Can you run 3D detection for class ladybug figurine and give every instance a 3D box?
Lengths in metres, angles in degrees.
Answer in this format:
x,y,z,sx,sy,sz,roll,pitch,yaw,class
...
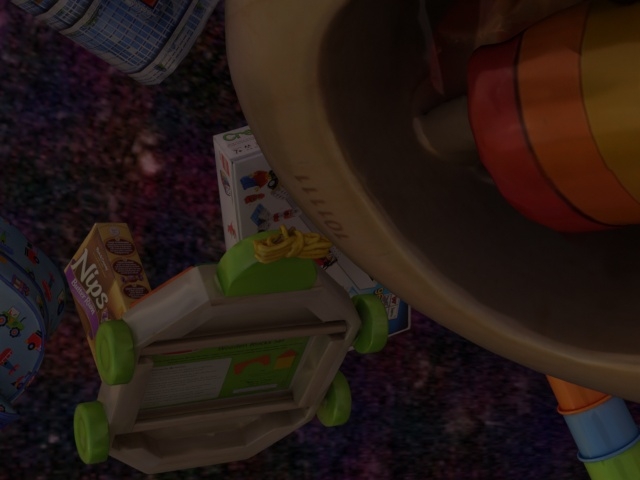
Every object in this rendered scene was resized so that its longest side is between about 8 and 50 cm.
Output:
x,y,z,sx,sy,sz,roll,pitch,yaw,class
0.150,-0.074,0.452,0.449,0.305,0.162,1,42,50,ladybug figurine

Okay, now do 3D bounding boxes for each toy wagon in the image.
x,y,z,sx,sy,sz,roll,pitch,yaw,class
-0.072,0.094,1.148,0.068,0.267,0.344,64,146,36,toy wagon

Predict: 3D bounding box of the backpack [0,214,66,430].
x,y,z,sx,sy,sz,roll,pitch,yaw,class
-0.262,0.068,0.877,0.173,0.158,0.117,-39,30,3,backpack

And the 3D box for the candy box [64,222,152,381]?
x,y,z,sx,sy,sz,roll,pitch,yaw,class
-0.264,0.082,1.645,0.109,0.053,0.187,-49,55,39,candy box

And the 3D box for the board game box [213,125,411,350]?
x,y,z,sx,sy,sz,roll,pitch,yaw,class
0.000,0.000,1.317,0.192,0.305,0.053,-18,42,-17,board game box

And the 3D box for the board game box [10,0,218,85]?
x,y,z,sx,sy,sz,roll,pitch,yaw,class
-0.081,-0.193,0.707,0.060,0.194,0.194,16,77,62,board game box

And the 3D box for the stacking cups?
x,y,z,sx,sy,sz,roll,pitch,yaw,class
0.328,0.217,1.507,0.096,0.096,0.316,-25,98,23,stacking cups
